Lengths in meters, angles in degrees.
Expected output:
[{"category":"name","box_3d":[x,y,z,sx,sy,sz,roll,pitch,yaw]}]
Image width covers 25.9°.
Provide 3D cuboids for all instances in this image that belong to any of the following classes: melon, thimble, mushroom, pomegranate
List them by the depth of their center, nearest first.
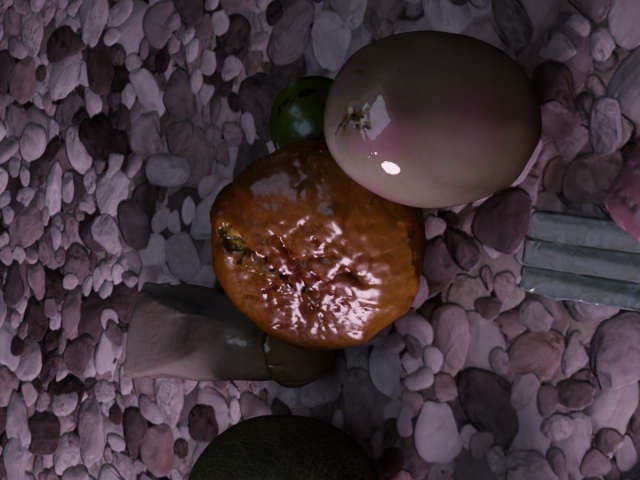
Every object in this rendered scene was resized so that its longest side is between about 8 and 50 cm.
[{"category":"thimble","box_3d":[0.426,-0.046,1.570,0.190,0.163,0.125,29,112,-4]},{"category":"melon","box_3d":[0.146,-0.151,1.753,0.223,0.317,0.223,2,93,42]},{"category":"melon","box_3d":[-0.055,0.361,1.966,0.302,0.237,0.237,-2,86,47]},{"category":"pomegranate","box_3d":[0.027,-0.174,2.009,0.220,0.156,0.156,-19,71,9]},{"category":"mushroom","box_3d":[-0.157,0.145,2.152,0.407,0.137,0.154,-2,76,42]}]

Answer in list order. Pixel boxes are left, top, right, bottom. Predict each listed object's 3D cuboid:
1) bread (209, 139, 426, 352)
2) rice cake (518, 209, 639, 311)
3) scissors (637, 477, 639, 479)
[{"category":"bread","box_3d":[-0.005,0.001,1.911,0.312,0.172,0.312,9,122,15]},{"category":"rice cake","box_3d":[0.341,0.024,1.743,0.211,0.038,0.124,16,98,44]},{"category":"scissors","box_3d":[0.387,0.333,1.682,0.393,0.032,0.180,-35,64,36]}]
